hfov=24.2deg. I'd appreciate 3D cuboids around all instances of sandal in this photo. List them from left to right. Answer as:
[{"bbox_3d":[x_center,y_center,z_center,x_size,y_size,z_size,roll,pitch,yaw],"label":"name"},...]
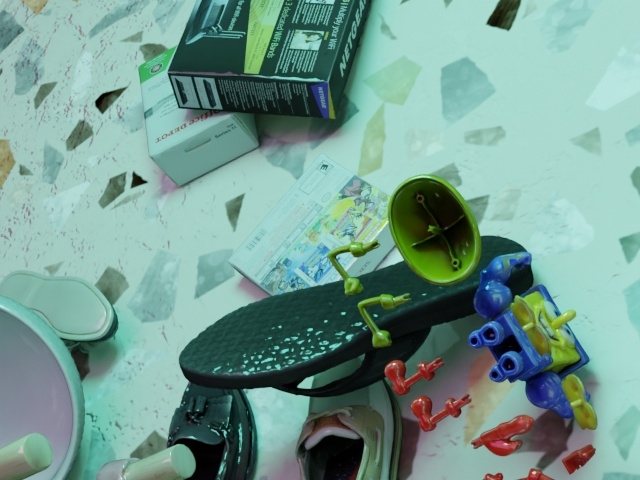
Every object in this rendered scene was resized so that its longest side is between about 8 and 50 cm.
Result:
[{"bbox_3d":[0.054,0.115,1.784,0.445,0.107,0.167,-17,25,-13],"label":"sandal"}]

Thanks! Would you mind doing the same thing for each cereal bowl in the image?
[{"bbox_3d":[-0.480,0.222,2.036,0.339,0.339,0.141,-34,5,8],"label":"cereal bowl"}]

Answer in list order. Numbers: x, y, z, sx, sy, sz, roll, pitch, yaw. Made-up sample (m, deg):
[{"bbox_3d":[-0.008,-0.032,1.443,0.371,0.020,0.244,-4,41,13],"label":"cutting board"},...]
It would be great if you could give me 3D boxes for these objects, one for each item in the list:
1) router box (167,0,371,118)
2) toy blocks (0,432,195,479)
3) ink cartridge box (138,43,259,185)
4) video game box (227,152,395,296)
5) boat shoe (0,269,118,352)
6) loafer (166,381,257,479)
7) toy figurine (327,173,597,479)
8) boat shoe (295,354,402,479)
[{"bbox_3d":[-0.064,-0.322,2.203,0.242,0.081,0.309,5,52,16],"label":"router box"},{"bbox_3d":[-0.305,0.398,1.687,0.260,0.288,0.309,-26,65,34],"label":"toy blocks"},{"bbox_3d":[-0.187,-0.205,2.267,0.153,0.087,0.208,-25,47,16],"label":"ink cartridge box"},{"bbox_3d":[0.000,0.000,2.019,0.205,0.048,0.187,-49,43,-6],"label":"video game box"},{"bbox_3d":[-0.374,0.107,2.170,0.254,0.079,0.095,7,65,40],"label":"boat shoe"},{"bbox_3d":[-0.146,0.281,1.875,0.109,0.095,0.303,-19,50,21],"label":"loafer"},{"bbox_3d":[0.198,0.105,1.698,0.191,0.217,0.363,-39,75,26],"label":"toy figurine"},{"bbox_3d":[0.031,0.243,1.778,0.113,0.103,0.302,-24,48,17],"label":"boat shoe"}]
